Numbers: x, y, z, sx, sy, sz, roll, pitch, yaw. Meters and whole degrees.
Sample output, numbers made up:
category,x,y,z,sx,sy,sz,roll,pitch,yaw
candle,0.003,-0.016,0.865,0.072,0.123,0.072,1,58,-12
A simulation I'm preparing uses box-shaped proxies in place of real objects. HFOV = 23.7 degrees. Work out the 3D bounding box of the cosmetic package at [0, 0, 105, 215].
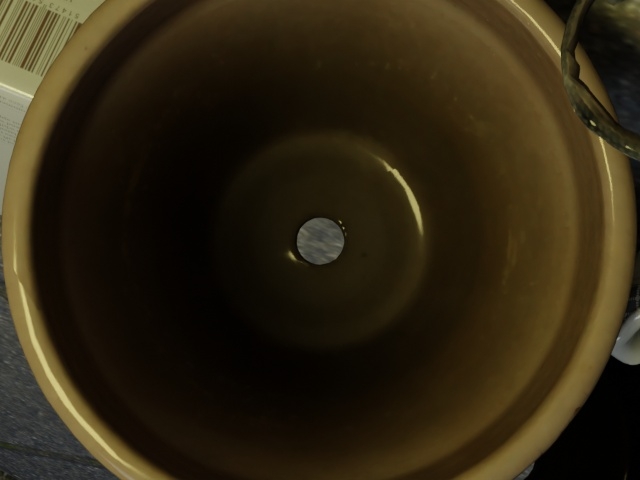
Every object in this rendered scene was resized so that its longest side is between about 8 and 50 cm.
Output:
category,x,y,z,sx,sy,sz,roll,pitch,yaw
cosmetic package,-0.159,-0.076,0.899,0.117,0.085,0.231,23,162,0

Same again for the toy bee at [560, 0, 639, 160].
category,x,y,z,sx,sy,sz,roll,pitch,yaw
toy bee,0.227,-0.062,0.362,0.298,0.195,0.162,-2,150,23

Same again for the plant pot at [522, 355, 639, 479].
category,x,y,z,sx,sy,sz,roll,pitch,yaw
plant pot,0.168,0.156,0.883,0.323,0.323,0.280,30,175,-21

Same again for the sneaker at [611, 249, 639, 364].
category,x,y,z,sx,sy,sz,roll,pitch,yaw
sneaker,0.229,0.046,0.606,0.235,0.095,0.090,21,156,41

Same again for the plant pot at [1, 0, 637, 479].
category,x,y,z,sx,sy,sz,roll,pitch,yaw
plant pot,0.000,0.000,0.728,0.263,0.263,0.229,22,177,1
